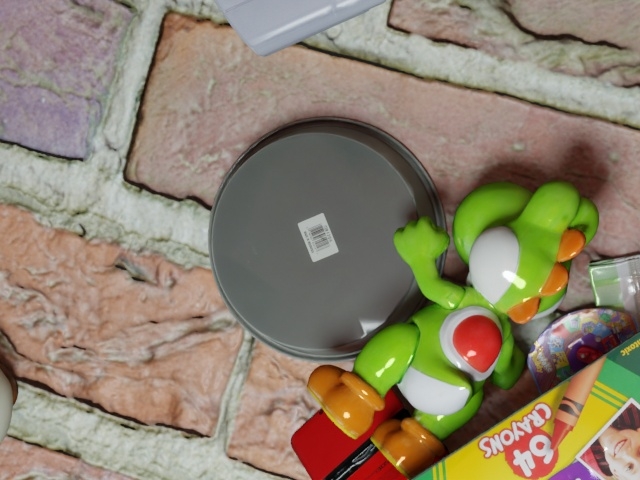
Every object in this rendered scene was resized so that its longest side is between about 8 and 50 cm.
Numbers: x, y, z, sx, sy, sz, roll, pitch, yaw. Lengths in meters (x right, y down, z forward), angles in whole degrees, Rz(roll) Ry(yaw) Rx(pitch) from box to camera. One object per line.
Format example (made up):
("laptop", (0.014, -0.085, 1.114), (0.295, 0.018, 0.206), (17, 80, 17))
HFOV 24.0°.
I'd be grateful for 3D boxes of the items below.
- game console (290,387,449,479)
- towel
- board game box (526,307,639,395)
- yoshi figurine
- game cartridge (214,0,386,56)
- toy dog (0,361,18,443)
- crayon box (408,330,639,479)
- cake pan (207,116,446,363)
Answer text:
("game console", (0.058, 0.245, 1.776), (0.144, 0.085, 0.124), (-43, 112, 11))
("towel", (0.384, 0.065, 1.688), (0.152, 0.023, 0.113), (-11, 87, 14))
("board game box", (0.309, 0.163, 1.692), (0.133, 0.033, 0.169), (-22, 91, 17))
("yoshi figurine", (0.155, 0.074, 1.671), (0.203, 0.203, 0.362), (43, 93, 24))
("game cartridge", (-0.063, -0.379, 1.780), (0.196, 0.060, 0.294), (-23, 85, 17))
("toy dog", (-0.551, 0.268, 1.795), (0.408, 0.284, 0.395), (-45, 81, 9))
("crayon box", (0.278, 0.309, 1.524), (0.363, 0.106, 0.313), (-35, 81, 10))
("cake pan", (0.000, 0.000, 1.767), (0.293, 0.054, 0.293), (0, 90, 14))
